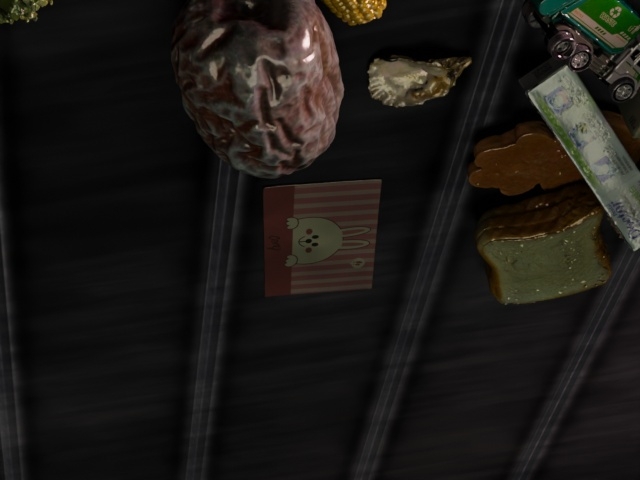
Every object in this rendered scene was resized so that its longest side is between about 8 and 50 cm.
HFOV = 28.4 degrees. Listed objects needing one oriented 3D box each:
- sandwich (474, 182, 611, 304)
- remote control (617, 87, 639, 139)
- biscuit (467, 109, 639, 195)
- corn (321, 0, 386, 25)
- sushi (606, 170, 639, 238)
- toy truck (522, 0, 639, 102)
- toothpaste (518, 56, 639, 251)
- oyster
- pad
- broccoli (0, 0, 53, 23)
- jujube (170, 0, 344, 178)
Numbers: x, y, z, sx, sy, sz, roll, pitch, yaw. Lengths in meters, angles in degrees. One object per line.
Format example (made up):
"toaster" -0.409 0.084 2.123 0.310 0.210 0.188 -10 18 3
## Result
"sandwich" 0.390 0.015 2.192 0.226 0.087 0.251 -11 147 12
"remote control" 0.524 -0.283 1.860 0.038 0.123 0.285 6 137 -19
"biscuit" 0.383 -0.139 2.063 0.289 0.044 0.202 -6 147 -3
"corn" -0.012 -0.399 1.636 0.101 0.101 0.310 -24 141 18
"sushi" 0.515 -0.058 2.114 0.078 0.090 0.150 -24 156 6
"toy truck" 0.387 -0.306 1.817 0.253 0.114 0.124 25 119 -35
"toothpaste" 0.429 -0.133 1.962 0.081 0.067 0.336 -34 114 11
"oyster" 0.138 -0.247 1.888 0.122 0.045 0.146 24 138 -38
"pad" 0.000 0.000 2.191 0.202 0.005 0.299 -4 140 -6
"broccoli" -0.432 -0.347 1.563 0.226 0.176 0.198 -32 133 4
"jujube" -0.084 -0.224 1.754 0.226 0.226 0.317 -10 146 1
